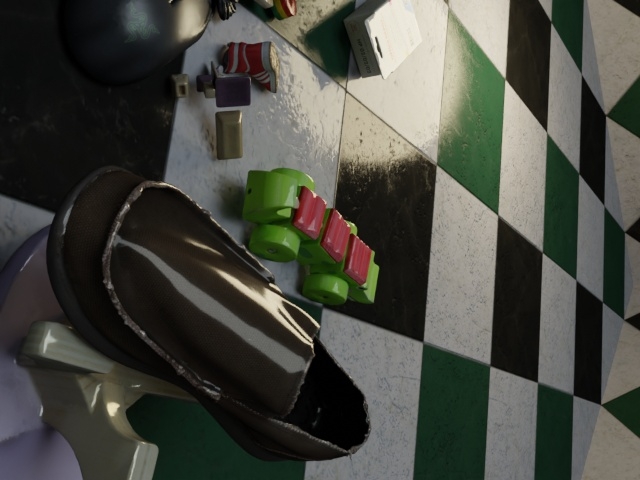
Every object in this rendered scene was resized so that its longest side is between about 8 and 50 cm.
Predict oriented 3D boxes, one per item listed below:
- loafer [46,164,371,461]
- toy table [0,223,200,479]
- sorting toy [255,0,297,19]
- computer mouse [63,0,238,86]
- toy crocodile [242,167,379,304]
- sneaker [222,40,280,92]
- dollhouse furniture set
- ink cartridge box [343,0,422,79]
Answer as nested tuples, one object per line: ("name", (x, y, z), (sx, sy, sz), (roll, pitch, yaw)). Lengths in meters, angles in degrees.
("loafer", (-0.060, 0.070, 0.605), (0.366, 0.130, 0.134), (50, 50, -43))
("toy table", (-0.193, 0.110, 0.667), (0.252, 0.160, 0.274), (16, 75, -55))
("sorting toy", (-0.089, -0.378, 0.921), (0.274, 0.046, 0.132), (6, 74, -69))
("computer mouse", (-0.171, -0.275, 0.809), (0.189, 0.072, 0.272), (61, 41, -35))
("toy crocodile", (0.000, 0.000, 1.019), (0.340, 0.105, 0.115), (43, 53, -47))
("sneaker", (-0.089, -0.225, 0.968), (0.118, 0.067, 0.042), (76, 16, -78))
("dollhouse furniture set", (-0.136, -0.159, 0.912), (0.081, 0.090, 0.114), (-115, -157, -53))
("ink cartridge box", (0.099, -0.341, 1.236), (0.181, 0.061, 0.104), (-51, 128, -46))
